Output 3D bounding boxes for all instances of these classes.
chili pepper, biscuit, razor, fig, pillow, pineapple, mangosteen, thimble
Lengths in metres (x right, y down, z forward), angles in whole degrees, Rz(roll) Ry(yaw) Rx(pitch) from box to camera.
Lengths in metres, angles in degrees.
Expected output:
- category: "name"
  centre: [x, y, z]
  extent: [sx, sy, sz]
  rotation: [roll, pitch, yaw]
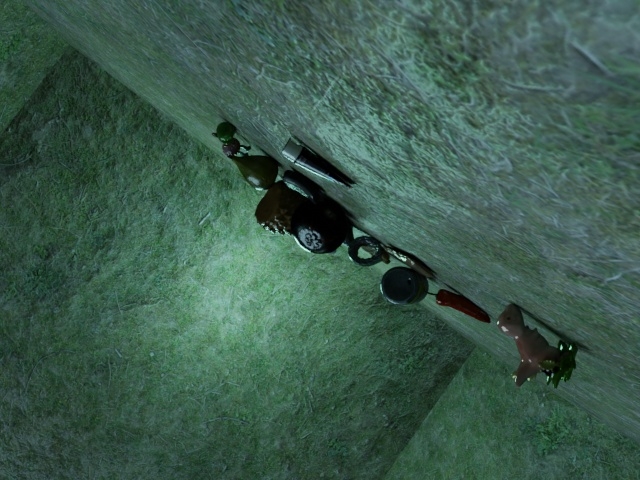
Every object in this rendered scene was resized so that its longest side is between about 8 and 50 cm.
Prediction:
- category: "chili pepper"
  centre: [0.498, 0.229, 1.606]
  extent: [0.272, 0.063, 0.071]
  rotation: [24, 175, 4]
- category: "biscuit"
  centre: [0.241, 0.044, 1.971]
  extent: [0.180, 0.039, 0.236]
  rotation: [38, 177, 0]
- category: "razor"
  centre: [-0.058, -0.183, 1.508]
  extent: [0.148, 0.054, 0.090]
  rotation: [34, 178, 20]
- category: "fig"
  centre: [-0.247, -0.247, 1.624]
  extent: [0.185, 0.126, 0.133]
  rotation: [-1, -173, -11]
- category: "pillow"
  centre: [0.312, 0.073, 1.588]
  extent: [0.135, 0.034, 0.211]
  rotation: [31, -178, -28]
- category: "pineapple"
  centre: [-0.094, -0.100, 1.957]
  extent: [0.357, 0.223, 0.223]
  rotation: [24, -174, -39]
- category: "mangosteen"
  centre: [0.001, -0.058, 1.633]
  extent: [0.216, 0.216, 0.216]
  rotation: [36, 178, 2]
- category: "thimble"
  centre: [0.181, 0.044, 1.785]
  extent: [0.135, 0.118, 0.090]
  rotation: [-4, 173, 12]

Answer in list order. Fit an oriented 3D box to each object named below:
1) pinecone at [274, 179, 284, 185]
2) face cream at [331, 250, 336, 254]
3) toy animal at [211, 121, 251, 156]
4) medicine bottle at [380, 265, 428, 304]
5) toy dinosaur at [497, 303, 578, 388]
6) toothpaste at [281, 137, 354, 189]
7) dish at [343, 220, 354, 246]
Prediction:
- category: "pinecone"
  centre: [-0.174, -0.235, 2.004]
  extent: [0.077, 0.077, 0.083]
  rotation: [34, -172, 40]
- category: "face cream"
  centre: [0.000, 0.000, 1.867]
  extent: [0.101, 0.101, 0.252]
  rotation: [34, 177, 39]
- category: "toy animal"
  centre: [-0.322, -0.363, 1.596]
  extent: [0.208, 0.100, 0.103]
  rotation: [33, -139, -74]
- category: "medicine bottle"
  centre: [0.334, 0.174, 1.703]
  extent: [0.141, 0.141, 0.293]
  rotation: [35, -172, 22]
- category: "toy dinosaur"
  centre: [0.518, 0.270, 1.089]
  extent: [0.177, 0.194, 0.152]
  rotation: [14, -177, 10]
- category: "toothpaste"
  centre: [-0.002, -0.175, 1.063]
  extent: [0.193, 0.045, 0.071]
  rotation: [30, -173, -12]
- category: "dish"
  centre: [0.069, -0.061, 1.843]
  extent: [0.182, 0.080, 0.243]
  rotation: [35, 176, 24]
